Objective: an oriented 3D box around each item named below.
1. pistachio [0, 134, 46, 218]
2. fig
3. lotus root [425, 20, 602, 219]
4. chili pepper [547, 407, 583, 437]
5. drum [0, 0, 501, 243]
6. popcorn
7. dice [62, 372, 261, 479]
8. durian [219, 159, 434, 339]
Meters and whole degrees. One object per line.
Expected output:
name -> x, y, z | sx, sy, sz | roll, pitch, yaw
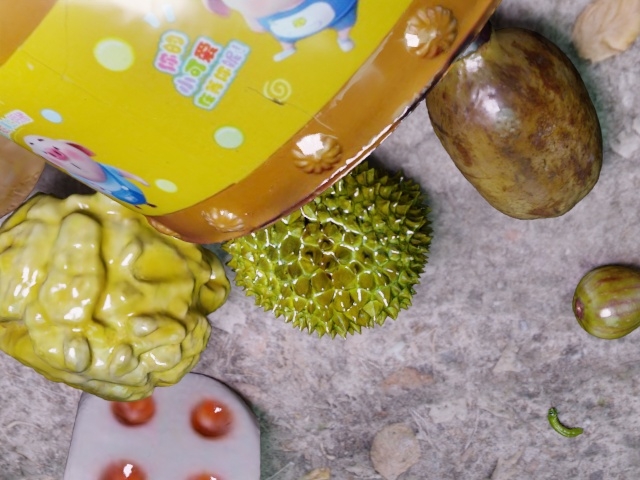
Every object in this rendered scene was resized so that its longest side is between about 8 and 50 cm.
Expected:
pistachio -> -0.365, -0.100, 0.846 | 0.213, 0.163, 0.260 | 50, 122, 7
fig -> 0.383, 0.055, 1.093 | 0.166, 0.093, 0.093 | -31, 133, -11
lotus root -> 0.186, -0.121, 0.869 | 0.145, 0.128, 0.260 | -34, 132, 10
chili pepper -> 0.356, 0.270, 1.319 | 0.030, 0.017, 0.083 | -30, 127, 22
drum -> -0.068, -0.222, 0.571 | 0.214, 0.431, 0.431 | 33, 124, -29
popcorn -> -0.215, 0.043, 0.908 | 0.249, 0.225, 0.249 | 16, 171, 3
dice -> -0.222, 0.348, 1.209 | 0.251, 0.259, 0.243 | 11, 133, -13
durian -> 0.003, 0.001, 0.956 | 0.236, 0.176, 0.200 | 18, 111, -4
